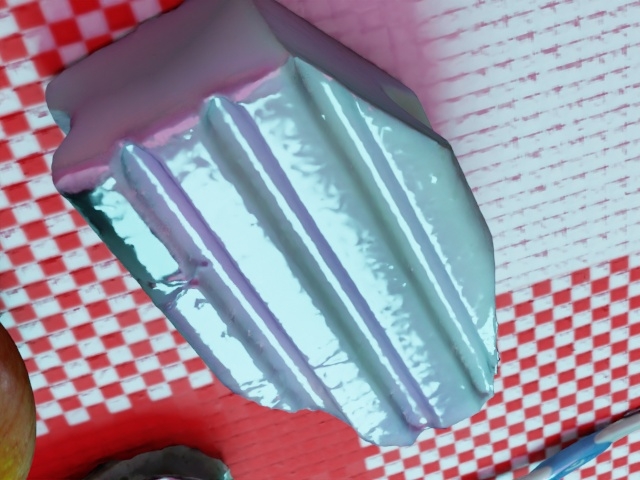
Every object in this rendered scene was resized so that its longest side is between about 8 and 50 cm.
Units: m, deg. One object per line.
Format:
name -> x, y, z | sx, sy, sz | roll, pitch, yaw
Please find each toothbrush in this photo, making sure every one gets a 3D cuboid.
toothbrush -> 0.208, 0.191, 0.952 | 0.386, 0.040, 0.040 | -20, 131, 4

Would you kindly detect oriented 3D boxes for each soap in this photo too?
soap -> 0.000, 0.000, 0.678 | 0.193, 0.109, 0.324 | -27, 130, 6

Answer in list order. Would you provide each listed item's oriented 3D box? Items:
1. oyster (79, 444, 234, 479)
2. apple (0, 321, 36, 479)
oyster -> -0.211, 0.284, 0.830 | 0.351, 0.158, 0.162 | -29, 97, -10
apple -> -0.271, 0.108, 0.646 | 0.209, 0.164, 0.209 | -10, 131, -12
